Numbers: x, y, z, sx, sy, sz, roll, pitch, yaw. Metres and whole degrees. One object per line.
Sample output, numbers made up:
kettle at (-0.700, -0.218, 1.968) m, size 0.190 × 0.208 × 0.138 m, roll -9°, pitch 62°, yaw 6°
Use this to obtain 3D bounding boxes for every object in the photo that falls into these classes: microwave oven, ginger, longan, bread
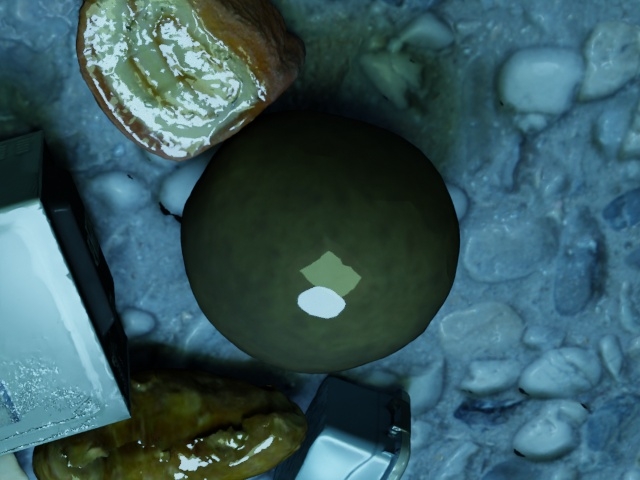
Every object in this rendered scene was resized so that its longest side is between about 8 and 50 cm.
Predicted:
microwave oven at (-0.349, 0.061, 1.631) m, size 0.237 × 0.181 × 0.295 m, roll -17°, pitch 121°, yaw 1°
ginger at (-0.184, 0.228, 1.769) m, size 0.321 × 0.172 × 0.165 m, roll -9°, pitch 98°, yaw -20°
longan at (-0.003, 0.002, 1.594) m, size 0.297 × 0.297 × 0.297 m, roll -3°, pitch 121°, yaw -5°
bread at (-0.152, -0.202, 1.536) m, size 0.190 × 0.123 × 0.244 m, roll -39°, pitch 116°, yaw 17°

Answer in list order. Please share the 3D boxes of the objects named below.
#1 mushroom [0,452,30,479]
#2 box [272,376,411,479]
mushroom at (-0.528, 0.384, 1.757) m, size 0.315 × 0.356 × 0.315 m, roll 10°, pitch 110°, yaw 27°
box at (0.025, 0.287, 1.828) m, size 0.130 × 0.162 × 0.227 m, roll 24°, pitch 115°, yaw -8°
